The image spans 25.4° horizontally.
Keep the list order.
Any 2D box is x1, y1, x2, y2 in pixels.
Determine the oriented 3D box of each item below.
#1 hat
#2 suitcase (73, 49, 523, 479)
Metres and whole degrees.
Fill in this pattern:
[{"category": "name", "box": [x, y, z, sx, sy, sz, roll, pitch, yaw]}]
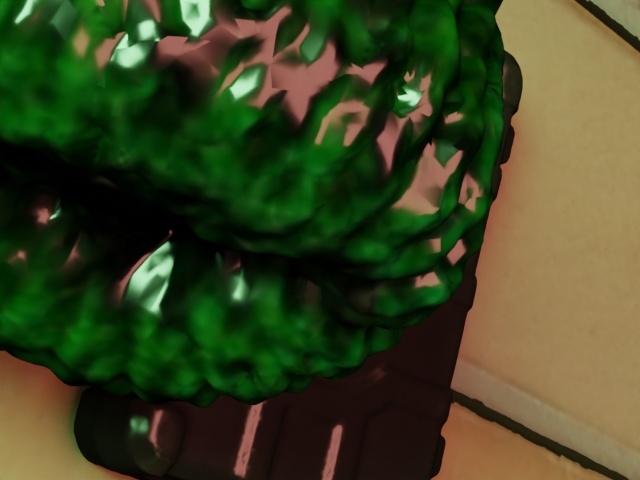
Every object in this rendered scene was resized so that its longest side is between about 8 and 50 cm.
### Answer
[{"category": "hat", "box": [-0.060, -0.122, 0.570, 0.274, 0.242, 0.332, 30, 45, -29]}, {"category": "suitcase", "box": [0.000, 0.000, 0.737, 0.206, 0.066, 0.285, 24, 74, -36]}]
